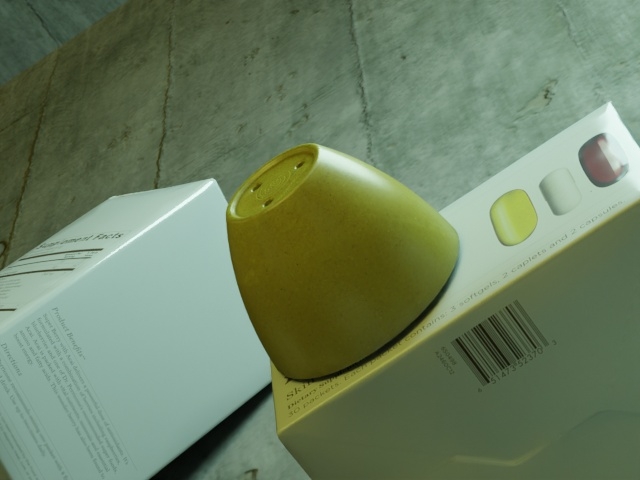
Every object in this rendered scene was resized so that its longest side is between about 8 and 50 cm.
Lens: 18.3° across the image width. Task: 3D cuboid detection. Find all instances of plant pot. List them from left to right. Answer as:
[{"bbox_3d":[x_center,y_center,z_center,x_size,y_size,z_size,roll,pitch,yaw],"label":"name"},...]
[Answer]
[{"bbox_3d":[0.000,0.000,1.158,0.134,0.095,0.134,-32,22,15],"label":"plant pot"}]

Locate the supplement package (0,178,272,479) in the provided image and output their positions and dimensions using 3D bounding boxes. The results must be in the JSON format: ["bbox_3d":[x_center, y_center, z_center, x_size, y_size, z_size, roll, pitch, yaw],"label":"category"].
[{"bbox_3d":[-0.194,0.100,1.633,0.293,0.178,0.175,-36,17,-33],"label":"supplement package"}]

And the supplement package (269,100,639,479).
[{"bbox_3d":[0.131,0.084,1.197,0.262,0.204,0.145,-34,21,9],"label":"supplement package"}]
